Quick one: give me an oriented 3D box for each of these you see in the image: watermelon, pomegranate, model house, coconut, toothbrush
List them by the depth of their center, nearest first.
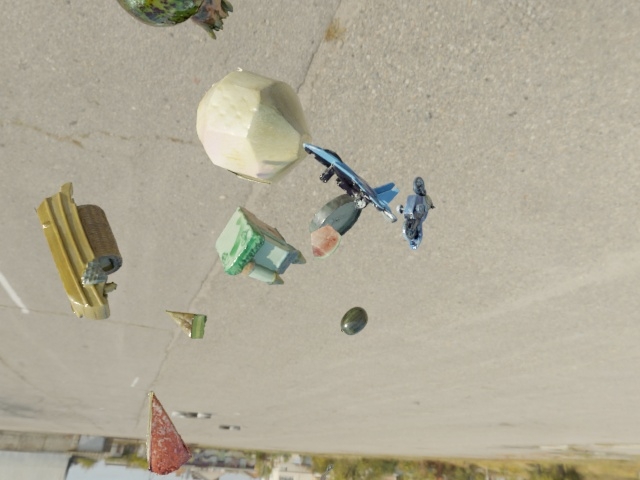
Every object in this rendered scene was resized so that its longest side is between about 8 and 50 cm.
[{"bbox_3d":[-0.287,-0.532,0.844,0.276,0.222,0.204,4,162,-30],"label":"pomegranate"},{"bbox_3d":[0.005,-0.001,1.086,0.092,0.084,0.072,8,130,54],"label":"watermelon"},{"bbox_3d":[0.008,0.719,1.279,0.017,0.014,0.194,-29,168,14],"label":"toothbrush"},{"bbox_3d":[-0.182,-0.341,1.302,0.352,0.353,0.353,3,153,2],"label":"coconut"},{"bbox_3d":[0.110,0.266,1.400,0.078,0.110,0.078,34,149,24],"label":"watermelon"},{"bbox_3d":[-0.200,0.056,1.615,0.324,0.267,0.194,27,101,-32],"label":"model house"}]

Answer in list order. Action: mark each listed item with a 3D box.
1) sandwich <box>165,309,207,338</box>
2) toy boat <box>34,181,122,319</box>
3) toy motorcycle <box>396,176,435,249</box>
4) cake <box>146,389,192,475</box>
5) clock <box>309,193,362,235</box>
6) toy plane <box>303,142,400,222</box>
[{"bbox_3d":[-0.425,0.262,1.325,0.116,0.074,0.074,3,168,20],"label":"sandwich"},{"bbox_3d":[-0.459,0.012,0.827,0.115,0.310,0.089,-20,149,-31],"label":"toy boat"},{"bbox_3d":[0.345,-0.097,1.510,0.092,0.255,0.135,-1,152,43],"label":"toy motorcycle"},{"bbox_3d":[-0.471,0.554,1.205,0.086,0.116,0.221,-16,105,59],"label":"cake"},{"bbox_3d":[0.058,-0.075,1.518,0.215,0.042,0.215,-32,153,-18],"label":"clock"},{"bbox_3d":[0.060,-0.126,0.899,0.246,0.169,0.078,25,112,-18],"label":"toy plane"}]
